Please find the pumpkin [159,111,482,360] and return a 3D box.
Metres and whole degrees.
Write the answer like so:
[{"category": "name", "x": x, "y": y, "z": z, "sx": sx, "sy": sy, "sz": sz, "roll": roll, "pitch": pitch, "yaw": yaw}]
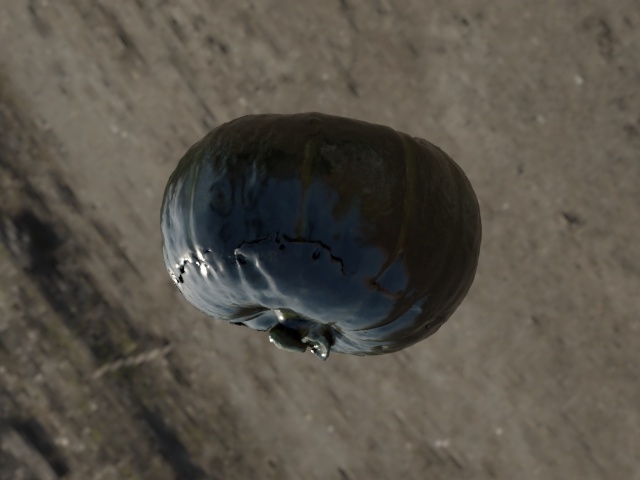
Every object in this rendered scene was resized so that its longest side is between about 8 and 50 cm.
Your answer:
[{"category": "pumpkin", "x": 0.001, "y": 0.003, "z": 1.114, "sx": 0.238, "sy": 0.238, "sz": 0.159, "roll": 149, "pitch": 127, "yaw": -68}]
